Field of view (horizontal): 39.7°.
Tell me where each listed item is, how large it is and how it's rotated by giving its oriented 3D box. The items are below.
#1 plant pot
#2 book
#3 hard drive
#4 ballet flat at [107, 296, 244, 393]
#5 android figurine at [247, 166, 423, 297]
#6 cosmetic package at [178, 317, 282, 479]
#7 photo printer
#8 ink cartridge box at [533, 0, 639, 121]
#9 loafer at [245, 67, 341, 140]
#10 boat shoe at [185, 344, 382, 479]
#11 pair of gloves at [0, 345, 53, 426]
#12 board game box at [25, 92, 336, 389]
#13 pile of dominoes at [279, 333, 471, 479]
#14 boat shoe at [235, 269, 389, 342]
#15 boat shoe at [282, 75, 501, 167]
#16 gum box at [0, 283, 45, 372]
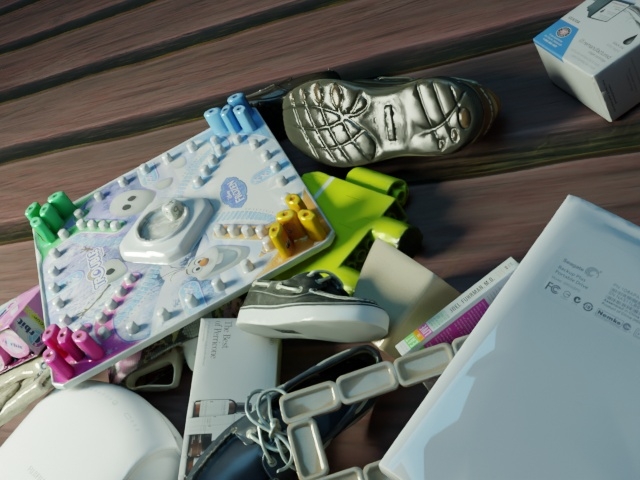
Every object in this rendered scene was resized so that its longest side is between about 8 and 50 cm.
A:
[{"bbox_3d":[0.094,0.077,0.955,0.096,0.109,0.109,-54,38,0],"label":"plant pot"},{"bbox_3d":[0.156,0.095,0.885,0.144,0.096,0.035,-37,33,0],"label":"book"},{"bbox_3d":[0.228,0.129,0.775,0.210,0.040,0.319,31,70,24],"label":"hard drive"},{"bbox_3d":[-0.182,0.147,1.136,0.221,0.077,0.079,-29,56,19],"label":"ballet flat"},{"bbox_3d":[0.000,0.000,1.146,0.273,0.056,0.248,20,65,48],"label":"android figurine"},{"bbox_3d":[-0.096,0.192,0.988,0.099,0.060,0.239,1,44,0],"label":"cosmetic package"},{"bbox_3d":[-0.300,0.308,1.019,0.256,0.107,0.307,18,63,48],"label":"photo printer"},{"bbox_3d":[0.382,-0.251,1.082,0.190,0.082,0.139,-37,37,3],"label":"ink cartridge box"},{"bbox_3d":[-0.055,-0.214,1.410,0.220,0.080,0.078,-11,34,23],"label":"loafer"},{"bbox_3d":[-0.033,0.192,0.887,0.254,0.079,0.095,-29,64,-26],"label":"boat shoe"},{"bbox_3d":[-0.395,0.193,1.219,0.204,0.042,0.240,-31,13,16],"label":"pair of gloves"},{"bbox_3d":[-0.217,-0.025,1.211,0.390,0.050,0.390,-29,38,-2],"label":"board game box"},{"bbox_3d":[0.104,0.200,0.814,0.251,0.040,0.196,-19,60,4],"label":"pile of dominoes"},{"bbox_3d":[-0.012,0.066,0.948,0.219,0.078,0.070,-3,67,47],"label":"boat shoe"},{"bbox_3d":[0.096,-0.165,1.208,0.324,0.123,0.120,8,19,38],"label":"boat shoe"},{"bbox_3d":[-0.466,0.141,1.325,0.188,0.062,0.107,-25,24,35],"label":"gum box"}]
